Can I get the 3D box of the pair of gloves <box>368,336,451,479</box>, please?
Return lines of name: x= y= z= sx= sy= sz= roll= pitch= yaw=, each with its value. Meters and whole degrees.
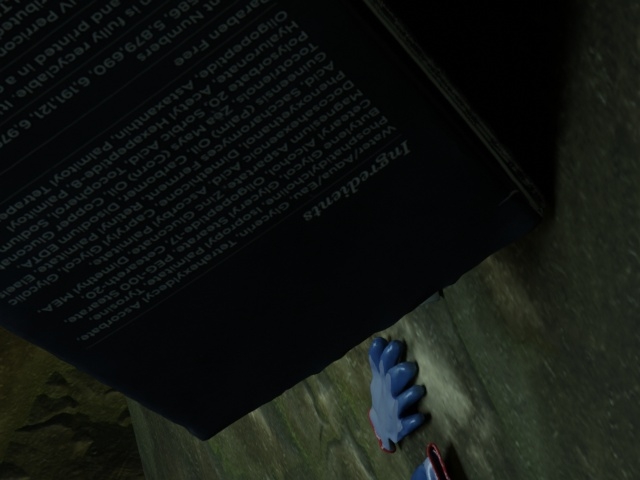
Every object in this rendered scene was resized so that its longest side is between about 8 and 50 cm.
pair of gloves: x=0.082 y=0.185 z=1.422 sx=0.159 sy=0.023 sz=0.198 roll=97 pitch=154 yaw=-59

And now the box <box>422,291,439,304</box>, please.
box: x=0.000 y=0.000 z=1.311 sx=0.170 sy=0.130 sz=0.091 roll=-143 pitch=40 yaw=-65

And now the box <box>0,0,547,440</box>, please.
box: x=-0.155 y=-0.203 z=0.993 sx=0.472 sy=0.297 sz=0.480 roll=38 pitch=-160 yaw=-53
